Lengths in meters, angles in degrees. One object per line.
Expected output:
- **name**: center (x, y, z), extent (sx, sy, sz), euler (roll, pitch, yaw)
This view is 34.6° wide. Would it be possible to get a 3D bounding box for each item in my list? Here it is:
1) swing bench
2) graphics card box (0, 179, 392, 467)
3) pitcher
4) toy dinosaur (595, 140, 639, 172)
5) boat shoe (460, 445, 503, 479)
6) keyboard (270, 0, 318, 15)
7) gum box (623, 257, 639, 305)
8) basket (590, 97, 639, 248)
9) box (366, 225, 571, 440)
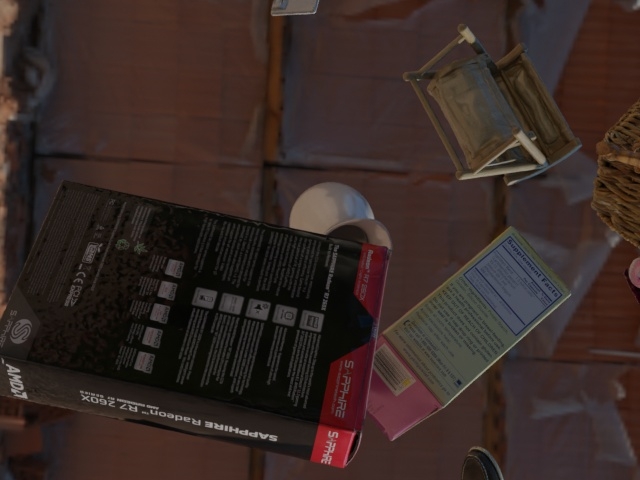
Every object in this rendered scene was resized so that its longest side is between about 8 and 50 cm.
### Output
- **swing bench**: center (0.337, -0.255, 1.997), extent (0.165, 0.254, 0.253), euler (-38, -115, 33)
- **graphics card box**: center (-0.126, 0.082, 1.070), extent (0.094, 0.370, 0.233), euler (102, -1, -53)
- **pitcher**: center (0.000, 0.000, 1.489), extent (0.207, 0.177, 0.126), euler (-118, -177, -69)
- **toy dinosaur**: center (0.445, -0.100, 1.249), extent (0.112, 0.211, 0.064), euler (23, 65, -60)
- **boat shoe**: center (0.290, 0.491, 1.874), extent (0.068, 0.081, 0.228), euler (-21, 107, -44)
- **keyboard**: center (-0.022, -0.447, 1.653), extent (0.014, 0.072, 0.256), euler (82, 15, -51)
- **gum box**: center (0.607, 0.106, 1.746), extent (0.062, 0.107, 0.188), euler (-60, -139, 47)
- **basket**: center (0.601, -0.092, 1.578), extent (0.223, 0.299, 0.213), euler (-42, 145, -32)
- **box**: center (0.170, 0.126, 1.351), extent (0.243, 0.117, 0.213), euler (-36, 171, -24)
